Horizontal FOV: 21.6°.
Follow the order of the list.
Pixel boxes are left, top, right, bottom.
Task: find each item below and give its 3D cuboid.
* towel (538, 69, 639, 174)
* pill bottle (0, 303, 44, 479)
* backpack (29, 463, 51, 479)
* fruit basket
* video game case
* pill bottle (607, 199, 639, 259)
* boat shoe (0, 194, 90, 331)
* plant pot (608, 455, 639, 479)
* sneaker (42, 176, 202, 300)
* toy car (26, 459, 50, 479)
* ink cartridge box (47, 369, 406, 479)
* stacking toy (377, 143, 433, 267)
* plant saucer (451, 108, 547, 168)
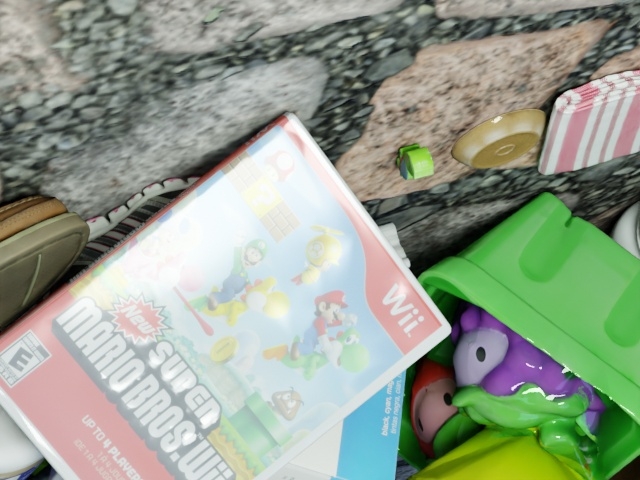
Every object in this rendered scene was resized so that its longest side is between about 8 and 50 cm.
[{"bbox_3d":[0.276,-0.113,1.388,0.197,0.029,0.144,-16,160,-5],"label":"towel"},{"bbox_3d":[-0.303,0.154,1.318,0.153,0.153,0.264,-6,156,-35],"label":"pill bottle"},{"bbox_3d":[-0.106,0.239,1.504,0.355,0.290,0.273,-46,-164,-25],"label":"backpack"},{"bbox_3d":[0.151,0.192,1.556,0.392,0.283,0.392,-52,174,-7],"label":"fruit basket"},{"bbox_3d":[-0.074,0.074,1.189,0.285,0.204,0.025,-38,-164,-5],"label":"video game case"},{"bbox_3d":[0.342,0.027,1.659,0.131,0.131,0.229,-16,159,-13],"label":"pill bottle"},{"bbox_3d":[-0.297,0.039,1.108,0.307,0.104,0.111,-33,160,-31],"label":"boat shoe"},{"bbox_3d":[0.313,0.203,2.000,0.237,0.237,0.254,-28,173,18],"label":"plant pot"},{"bbox_3d":[-0.133,0.014,1.223,0.170,0.075,0.063,-23,146,7],"label":"sneaker"},{"bbox_3d":[-0.304,0.298,1.640,0.149,0.188,0.155,-7,156,-33],"label":"toy car"},{"bbox_3d":[-0.074,0.128,1.332,0.232,0.168,0.171,20,144,-16],"label":"ink cartridge box"},{"bbox_3d":[0.000,0.000,1.368,0.167,0.052,0.221,-16,159,-14],"label":"stacking toy"},{"bbox_3d":[0.148,-0.079,1.361,0.083,0.015,0.083,-18,160,-7],"label":"plant saucer"}]
